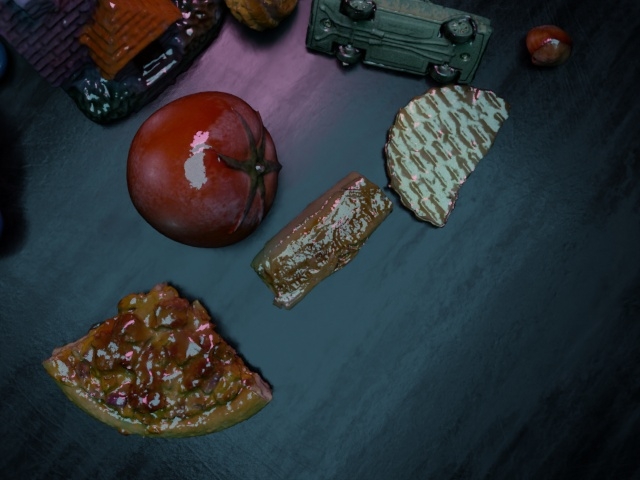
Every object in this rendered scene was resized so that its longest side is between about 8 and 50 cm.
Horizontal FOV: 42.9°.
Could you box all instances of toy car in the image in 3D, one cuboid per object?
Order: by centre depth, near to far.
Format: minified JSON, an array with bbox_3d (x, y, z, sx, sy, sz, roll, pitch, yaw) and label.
[{"bbox_3d":[0.139,-0.377,1.454,0.320,0.141,0.097,12,55,-1],"label":"toy car"}]

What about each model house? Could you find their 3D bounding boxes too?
[{"bbox_3d":[-0.355,-0.416,1.336,0.360,0.339,0.297,-41,89,-3],"label":"model house"}]

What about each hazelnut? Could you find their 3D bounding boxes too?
[{"bbox_3d":[0.420,-0.359,1.497,0.086,0.086,0.087,0,89,-2],"label":"hazelnut"}]

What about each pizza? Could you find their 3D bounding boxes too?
[{"bbox_3d":[-0.279,0.219,1.442,0.408,0.114,0.278,15,93,-4],"label":"pizza"}]

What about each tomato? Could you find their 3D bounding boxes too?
[{"bbox_3d":[-0.202,-0.116,1.378,0.264,0.265,0.265,0,89,-2],"label":"tomato"}]

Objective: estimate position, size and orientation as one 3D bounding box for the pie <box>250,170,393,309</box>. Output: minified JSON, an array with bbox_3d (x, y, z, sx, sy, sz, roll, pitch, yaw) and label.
[{"bbox_3d":[0.000,0.000,1.472,0.282,0.068,0.128,-42,89,-2],"label":"pie"}]

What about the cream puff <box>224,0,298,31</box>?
[{"bbox_3d":[-0.118,-0.460,1.426,0.129,0.189,0.189,6,88,24],"label":"cream puff"}]

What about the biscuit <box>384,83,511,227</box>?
[{"bbox_3d":[0.215,-0.178,1.501,0.187,0.036,0.274,34,88,-2],"label":"biscuit"}]

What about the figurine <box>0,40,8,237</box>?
[{"bbox_3d":[-0.667,-0.173,1.394,0.243,0.297,0.417,5,83,-46],"label":"figurine"}]
